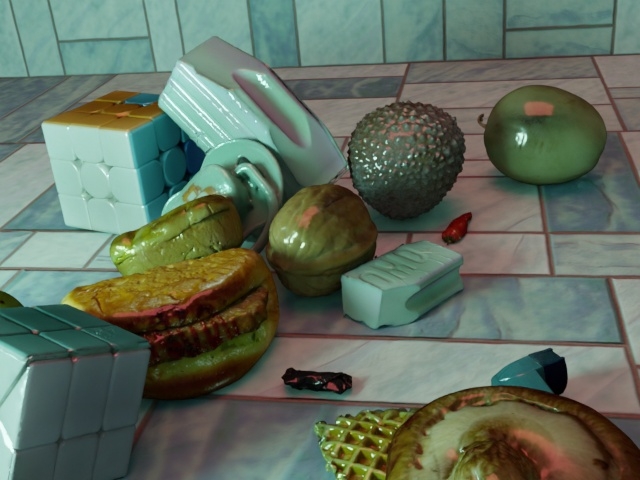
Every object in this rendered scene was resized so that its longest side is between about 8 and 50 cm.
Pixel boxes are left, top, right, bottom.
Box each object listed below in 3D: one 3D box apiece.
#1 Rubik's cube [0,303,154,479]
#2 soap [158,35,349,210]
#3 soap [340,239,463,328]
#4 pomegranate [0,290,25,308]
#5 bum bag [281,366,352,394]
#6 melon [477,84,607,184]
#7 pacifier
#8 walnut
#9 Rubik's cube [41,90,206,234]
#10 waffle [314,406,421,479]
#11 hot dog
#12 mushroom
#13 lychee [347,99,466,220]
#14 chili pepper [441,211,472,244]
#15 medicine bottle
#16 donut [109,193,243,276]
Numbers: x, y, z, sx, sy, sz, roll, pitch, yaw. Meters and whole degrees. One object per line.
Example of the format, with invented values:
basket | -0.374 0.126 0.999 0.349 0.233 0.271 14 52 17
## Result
Rubik's cube | -0.416 0.230 1.194 0.231 0.221 0.224 16 8 35
soap | -0.156 -0.259 1.891 0.156 0.446 0.261 -44 1 -34
soap | 0.159 0.085 1.603 0.230 0.091 0.145 -26 33 -38
pomegranate | -0.628 0.181 1.484 0.202 0.202 0.248 -17 -2 -21
bum bag | -0.007 0.240 1.382 0.124 0.034 0.058 3 18 15
melon | 0.561 -0.267 2.054 0.308 0.272 0.272 -8 25 13
pacifier | -0.190 -0.050 1.821 0.288 0.343 0.269 49 14 28
walnut | 0.000 0.000 1.656 0.225 0.225 0.261 11 33 29
Rubik's cube | -0.486 -0.203 2.080 0.291 0.290 0.291 9 29 27
waffle | 0.104 0.313 1.191 0.208 0.054 0.214 -9 25 -14
hot dog | -0.254 0.157 1.431 0.405 0.185 0.223 -15 26 -16
mushroom | 0.230 0.291 0.961 0.345 0.260 0.345 -7 34 5
lychee | 0.205 -0.190 1.930 0.300 0.300 0.300 -4 26 2
chili pepper | 0.325 -0.036 1.884 0.045 0.027 0.178 9 28 29
medicine bottle | 0.346 0.265 1.216 0.124 0.079 0.258 -8 27 -6
donut | -0.280 0.003 1.608 0.261 0.128 0.208 -24 5 4
